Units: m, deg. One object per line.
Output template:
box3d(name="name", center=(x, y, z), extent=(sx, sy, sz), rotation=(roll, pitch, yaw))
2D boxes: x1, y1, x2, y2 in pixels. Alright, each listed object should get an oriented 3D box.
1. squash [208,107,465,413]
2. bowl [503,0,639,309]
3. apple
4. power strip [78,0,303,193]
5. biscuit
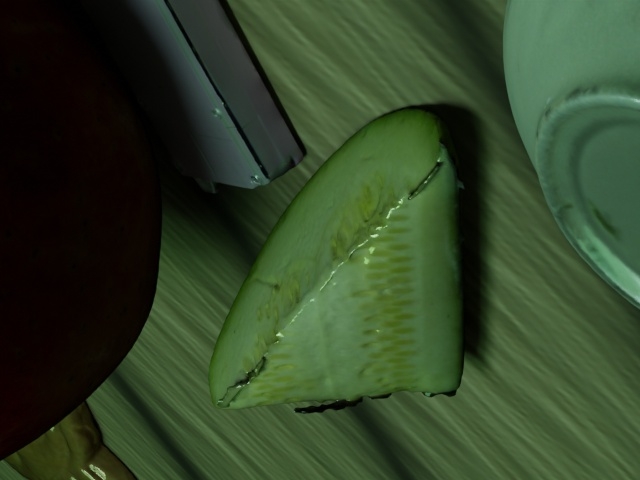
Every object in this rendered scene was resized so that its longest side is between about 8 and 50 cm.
box3d(name="squash", center=(0.000, 0.000, 1.127), extent=(0.169, 0.093, 0.252), rotation=(-7, 142, 0))
box3d(name="bowl", center=(0.182, -0.050, 0.760), extent=(0.277, 0.145, 0.277), rotation=(35, 154, 20))
box3d(name="apple", center=(-0.243, -0.022, 1.193), extent=(0.295, 0.329, 0.365), rotation=(29, -177, 14))
box3d(name="power strip", center=(-0.106, -0.145, 1.151), extent=(0.109, 0.037, 0.279), rotation=(13, 139, 49))
box3d(name="biscuit", center=(-0.328, 0.162, 1.903), extent=(0.376, 0.051, 0.269), rotation=(46, 152, 0))
